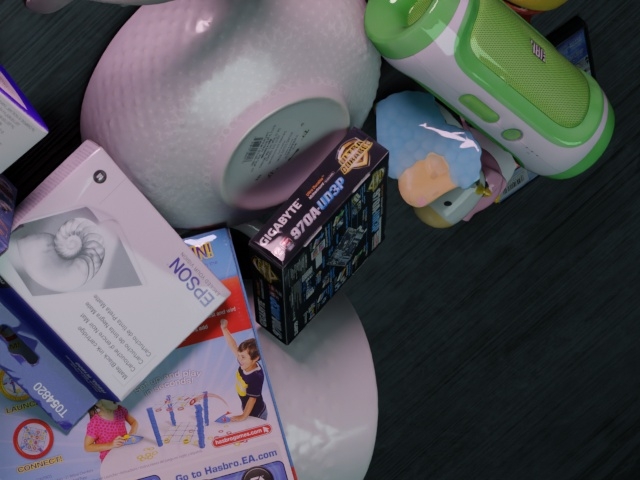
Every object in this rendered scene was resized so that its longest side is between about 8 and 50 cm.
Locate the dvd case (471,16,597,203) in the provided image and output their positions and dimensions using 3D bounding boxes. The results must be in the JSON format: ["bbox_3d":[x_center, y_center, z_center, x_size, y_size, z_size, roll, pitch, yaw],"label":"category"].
[{"bbox_3d":[0.278,-0.162,2.341,0.180,0.022,0.253,-35,149,-6],"label":"dvd case"}]

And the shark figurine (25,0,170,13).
[{"bbox_3d":[-0.125,-0.251,1.674,0.278,0.166,0.116,-32,159,-8],"label":"shark figurine"}]

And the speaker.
[{"bbox_3d":[0.182,-0.179,1.916,0.131,0.131,0.296,-46,128,13],"label":"speaker"}]

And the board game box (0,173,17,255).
[{"bbox_3d":[-0.364,0.016,1.729,0.165,0.243,0.042,-40,105,4],"label":"board game box"}]

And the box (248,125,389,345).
[{"bbox_3d":[0.000,0.000,1.953,0.175,0.051,0.220,-48,163,-18],"label":"box"}]

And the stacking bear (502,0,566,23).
[{"bbox_3d":[0.218,-0.312,1.961,0.164,0.175,0.289,-3,144,-35],"label":"stacking bear"}]

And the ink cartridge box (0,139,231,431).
[{"bbox_3d":[-0.238,0.053,1.829,0.224,0.045,0.223,-45,117,-7],"label":"ink cartridge box"}]

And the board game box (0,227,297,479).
[{"bbox_3d":[-0.205,0.174,1.930,0.308,0.302,0.086,-15,170,-4],"label":"board game box"}]

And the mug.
[{"bbox_3d":[-0.138,0.142,2.113,0.328,0.276,0.374,-5,107,-29],"label":"mug"}]

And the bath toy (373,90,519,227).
[{"bbox_3d":[0.157,-0.089,2.100,0.129,0.151,0.348,-2,179,15],"label":"bath toy"}]

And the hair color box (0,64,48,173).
[{"bbox_3d":[-0.436,-0.058,1.650,0.339,0.110,0.185,-41,151,1],"label":"hair color box"}]

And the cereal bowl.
[{"bbox_3d":[-0.071,-0.133,1.899,0.339,0.141,0.339,-27,149,-18],"label":"cereal bowl"}]
